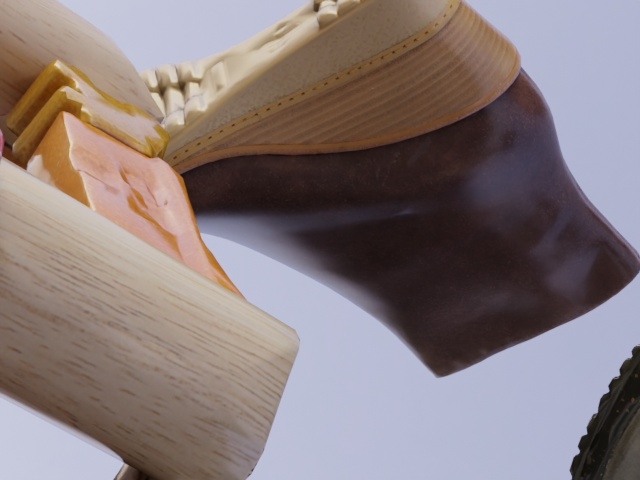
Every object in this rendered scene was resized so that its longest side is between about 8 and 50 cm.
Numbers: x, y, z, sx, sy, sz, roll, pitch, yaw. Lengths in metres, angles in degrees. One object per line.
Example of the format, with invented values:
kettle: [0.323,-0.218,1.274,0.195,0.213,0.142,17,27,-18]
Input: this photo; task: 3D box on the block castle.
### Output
block castle: [-0.233,0.101,0.593,0.453,0.213,0.303,-53,-155,12]

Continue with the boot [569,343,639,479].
boot: [0.196,0.058,0.636,0.161,0.083,0.246,42,-64,26]

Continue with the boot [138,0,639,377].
boot: [0.000,0.000,0.879,0.248,0.207,0.090,-28,-149,18]
